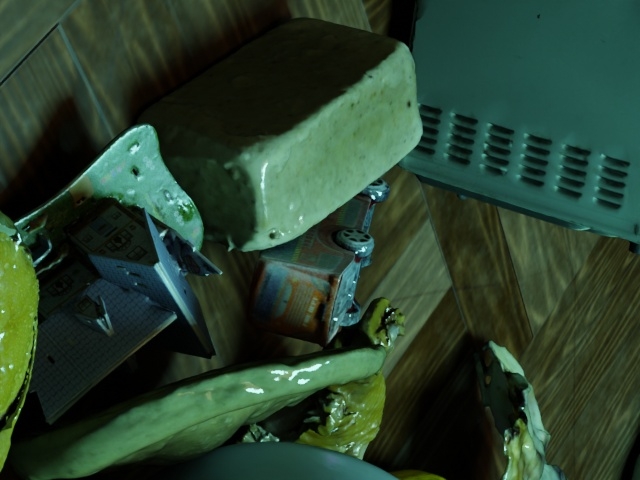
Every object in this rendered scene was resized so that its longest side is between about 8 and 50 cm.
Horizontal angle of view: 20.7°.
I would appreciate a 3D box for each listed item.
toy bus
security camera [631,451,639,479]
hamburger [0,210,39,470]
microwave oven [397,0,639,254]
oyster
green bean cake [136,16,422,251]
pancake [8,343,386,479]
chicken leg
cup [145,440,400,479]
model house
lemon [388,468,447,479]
[{"bbox_3d":[0.000,0.000,1.180,0.192,0.077,0.065,-73,177,-64],"label":"toy bus"},{"bbox_3d":[0.433,0.304,1.930,0.191,0.197,0.277,-50,132,-32],"label":"security camera"},{"bbox_3d":[-0.231,0.051,0.902,0.177,0.113,0.185,-54,134,-17],"label":"hamburger"},{"bbox_3d":[0.260,-0.125,1.378,0.355,0.286,0.218,-15,116,-54],"label":"microwave oven"},{"bbox_3d":[0.184,0.267,1.511,0.201,0.107,0.354,-66,156,-80],"label":"oyster"},{"bbox_3d":[-0.024,-0.071,1.141,0.179,0.109,0.085,-40,135,-41],"label":"green bean cake"},{"bbox_3d":[-0.067,0.104,1.058,0.242,0.242,0.050,-15,87,-53],"label":"pancake"},{"bbox_3d":[0.002,0.109,1.240,0.207,0.101,0.085,116,-13,-49],"label":"chicken leg"},{"bbox_3d":[-0.027,0.266,1.134,0.163,0.347,0.347,-77,167,-63],"label":"cup"},{"bbox_3d":[-0.122,0.031,1.016,0.167,0.088,0.117,-38,133,-16],"label":"model house"},{"bbox_3d":[0.071,0.242,1.417,0.155,0.114,0.114,-16,117,-54],"label":"lemon"}]
